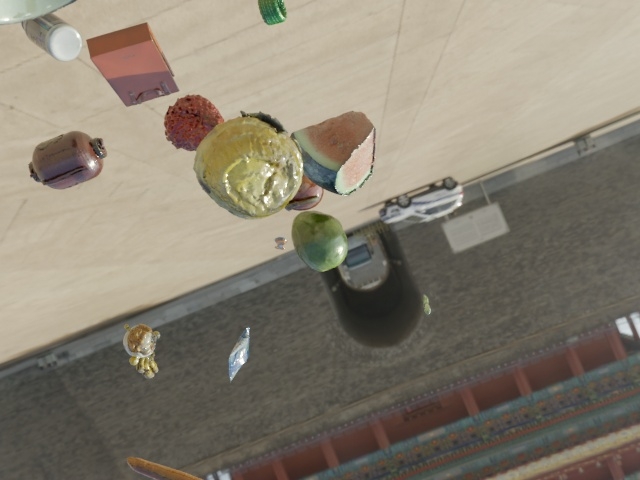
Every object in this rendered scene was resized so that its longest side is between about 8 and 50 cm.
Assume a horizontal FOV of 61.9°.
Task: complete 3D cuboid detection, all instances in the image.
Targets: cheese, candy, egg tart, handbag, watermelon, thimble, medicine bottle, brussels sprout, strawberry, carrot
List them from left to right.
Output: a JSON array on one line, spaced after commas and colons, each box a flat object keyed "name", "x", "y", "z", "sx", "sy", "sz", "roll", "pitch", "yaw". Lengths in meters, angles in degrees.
[{"name": "medicine bottle", "x": -0.789, "y": -0.606, "z": 1.558, "sx": 0.107, "sy": 0.192, "sz": 0.106, "roll": -39, "pitch": 150, "yaw": -28}, {"name": "handbag", "x": -0.385, "y": -0.360, "z": 1.118, "sx": 0.127, "sy": 0.062, "sz": 0.190, "roll": -18, "pitch": 165, "yaw": -4}, {"name": "carrot", "x": -0.282, "y": 0.454, "z": 1.016, "sx": 0.190, "sy": 0.037, "sz": 0.037, "roll": 23, "pitch": 180, "yaw": -2}, {"name": "strawberry", "x": -0.413, "y": -0.387, "z": 1.839, "sx": 0.205, "sy": 0.244, "sz": 0.205, "roll": -34, "pitch": 144, "yaw": -29}, {"name": "candy", "x": -0.207, "y": 0.294, "z": 1.363, "sx": 0.038, "sy": 0.088, "sz": 0.136, "roll": 13, "pitch": -151, "yaw": 8}, {"name": "egg tart", "x": -0.140, "y": -0.136, "z": 1.100, "sx": 0.232, "sy": 0.252, "sz": 0.098, "roll": -10, "pitch": -145, "yaw": -14}, {"name": "thimble", "x": -0.197, "y": -0.956, "z": 2.190, "sx": 0.090, "sy": 0.129, "sz": 0.118, "roll": -8, "pitch": -164, "yaw": 20}, {"name": "cheese", "x": -0.144, "y": 0.010, "z": 1.931, "sx": 0.047, "sy": 0.017, "sz": 0.111, "roll": 11, "pitch": 156, "yaw": -3}, {"name": "brussels sprout", "x": -0.002, "y": 0.005, "z": 1.392, "sx": 0.162, "sy": 0.143, "sz": 0.181, "roll": 11, "pitch": 160, "yaw": 40}, {"name": "watermelon", "x": 0.069, "y": -0.207, "z": 1.335, "sx": 0.226, "sy": 0.148, "sz": 0.319, "roll": -43, "pitch": 156, "yaw": 26}]

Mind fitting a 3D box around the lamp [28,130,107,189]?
[{"name": "lamp", "x": -0.835, "y": -0.264, "z": 1.777, "sx": 0.258, "sy": 0.179, "sz": 0.180, "roll": -20, "pitch": 177, "yaw": 1}]

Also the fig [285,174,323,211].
[{"name": "fig", "x": -0.086, "y": -0.198, "z": 2.117, "sx": 0.205, "sy": 0.205, "sz": 0.205, "roll": -22, "pitch": 177, "yaw": -1}]

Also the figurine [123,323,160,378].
[{"name": "figurine", "x": -0.420, "y": 0.259, "z": 1.272, "sx": 0.068, "sy": 0.101, "sz": 0.143, "roll": 4, "pitch": 146, "yaw": 20}]

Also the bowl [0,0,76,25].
[{"name": "bowl", "x": -0.730, "y": -0.666, "z": 1.288, "sx": 0.338, "sy": 0.157, "sz": 0.337, "roll": -23, "pitch": -167, "yaw": 5}]

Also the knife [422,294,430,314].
[{"name": "knife", "x": 0.246, "y": 0.147, "z": 1.247, "sx": 0.014, "sy": 0.030, "sz": 0.207, "roll": -1, "pitch": -178, "yaw": 8}]
